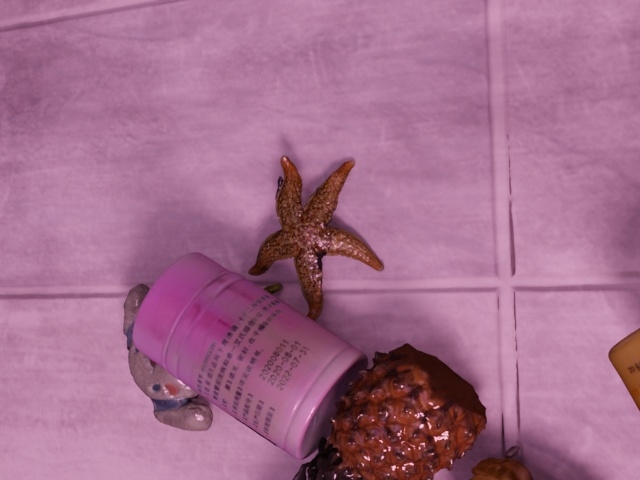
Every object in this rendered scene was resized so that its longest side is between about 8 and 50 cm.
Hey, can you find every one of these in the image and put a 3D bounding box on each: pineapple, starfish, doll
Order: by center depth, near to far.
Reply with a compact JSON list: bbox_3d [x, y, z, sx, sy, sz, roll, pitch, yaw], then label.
[{"bbox_3d":[0.033,0.287,1.314,0.165,0.165,0.364,44,107,21],"label":"pineapple"},{"bbox_3d":[0.000,0.000,1.397,0.176,0.053,0.208,17,103,14],"label":"starfish"},{"bbox_3d":[-0.207,0.160,1.501,0.103,0.071,0.214,-31,82,32],"label":"doll"}]

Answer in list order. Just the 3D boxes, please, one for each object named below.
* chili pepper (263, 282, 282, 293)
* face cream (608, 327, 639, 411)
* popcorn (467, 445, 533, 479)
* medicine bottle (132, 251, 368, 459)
[{"bbox_3d":[-0.077,0.088,1.458,0.030,0.017,0.083,23,103,1],"label":"chili pepper"},{"bbox_3d":[0.412,0.133,1.071,0.218,0.218,0.179,-35,73,25],"label":"face cream"},{"bbox_3d":[0.220,0.334,1.230,0.194,0.140,0.163,30,100,27],"label":"popcorn"},{"bbox_3d":[-0.087,0.137,1.372,0.254,0.152,0.152,31,105,19],"label":"medicine bottle"}]
